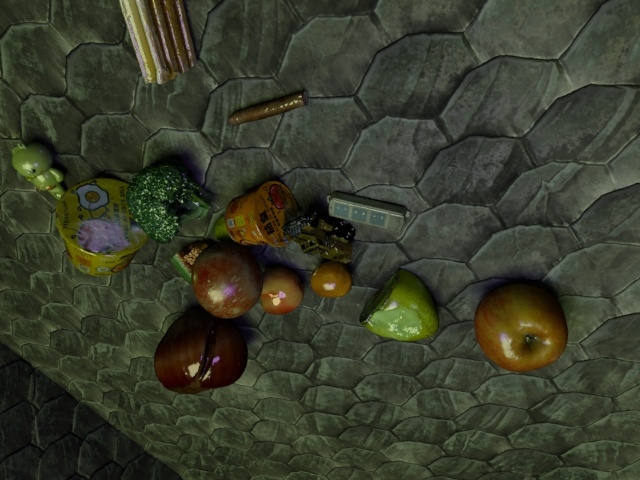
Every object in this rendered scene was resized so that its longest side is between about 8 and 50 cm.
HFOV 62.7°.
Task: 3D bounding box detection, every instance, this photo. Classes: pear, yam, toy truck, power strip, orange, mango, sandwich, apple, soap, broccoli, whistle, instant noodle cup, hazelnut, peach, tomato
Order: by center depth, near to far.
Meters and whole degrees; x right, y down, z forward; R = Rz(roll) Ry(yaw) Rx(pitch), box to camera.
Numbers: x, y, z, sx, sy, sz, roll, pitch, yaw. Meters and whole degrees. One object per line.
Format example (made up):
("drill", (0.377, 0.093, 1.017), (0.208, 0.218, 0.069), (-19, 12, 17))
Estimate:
("soap", (-0.428, -0.574, 1.387), (0.089, 0.173, 0.274), (12, 132, 21))
("yam", (-0.159, -0.384, 1.543), (0.264, 0.046, 0.046), (-10, 126, 25))
("power strip", (0.147, -0.093, 1.683), (0.272, 0.052, 0.078), (14, 134, 8))
("apple", (0.645, 0.293, 1.698), (0.302, 0.301, 0.301), (10, 132, 11))
("toy truck", (-0.002, -0.005, 1.709), (0.127, 0.127, 0.257), (-23, 148, 35))
("instant noodle cup", (-0.200, -0.076, 1.729), (0.172, 0.215, 0.215), (-8, 127, 38))
("broccoli", (-0.510, -0.130, 1.768), (0.275, 0.307, 0.308), (15, 139, -28))
("tomato", (-0.312, 0.132, 1.828), (0.223, 0.270, 0.270), (-10, 127, 8))
("orange", (0.040, 0.137, 1.867), (0.155, 0.134, 0.154), (6, 169, 1))
("mango", (-0.317, -0.043, 1.867), (0.163, 0.089, 0.117), (-9, 132, 28))
("pear", (0.296, 0.271, 1.882), (0.292, 0.159, 0.292), (8, 133, 9))
("instant noodle cup", (-0.790, -0.031, 1.917), (0.326, 0.325, 0.254), (31, 142, -8))
("whistle", (-1.020, -0.236, 1.921), (0.141, 0.141, 0.294), (4, 132, 17))
("peach", (-0.150, 0.187, 1.958), (0.184, 0.184, 0.184), (10, 132, 11))
("sandwich", (-0.475, 0.067, 1.998), (0.185, 0.109, 0.160), (35, 117, 17))
("hazelnut", (-0.516, 0.483, 2.237), (0.409, 0.359, 0.359), (-26, 117, 27))

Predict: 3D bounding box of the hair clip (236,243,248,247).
("hair clip", (-0.211, -0.018, 1.889), (0.229, 0.036, 0.066), (-22, 124, 27))
